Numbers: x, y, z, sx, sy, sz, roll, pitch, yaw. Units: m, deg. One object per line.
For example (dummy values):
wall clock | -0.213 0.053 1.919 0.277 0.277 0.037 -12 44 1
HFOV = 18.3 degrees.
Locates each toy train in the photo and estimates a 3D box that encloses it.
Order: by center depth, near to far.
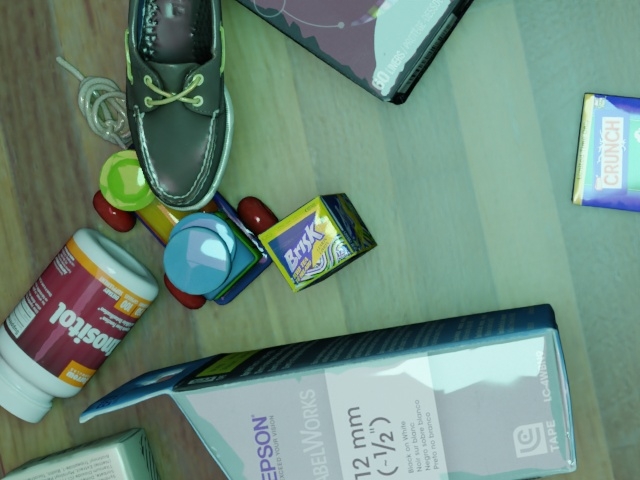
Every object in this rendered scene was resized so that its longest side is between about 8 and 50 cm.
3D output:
toy train | -0.147 -0.054 1.580 0.105 0.143 0.248 -43 88 6

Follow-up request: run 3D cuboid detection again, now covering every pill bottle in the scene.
pill bottle | -0.208 0.072 1.622 0.086 0.086 0.152 39 96 3

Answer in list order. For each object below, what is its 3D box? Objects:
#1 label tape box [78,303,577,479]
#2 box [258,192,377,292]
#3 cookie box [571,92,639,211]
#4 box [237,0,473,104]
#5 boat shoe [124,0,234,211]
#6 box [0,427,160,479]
label tape box | 0.017 0.134 1.518 0.347 0.249 0.115 -11 91 6
box | 0.000 0.000 1.554 0.059 0.169 0.054 -33 88 7
cookie box | 0.258 -0.068 1.588 0.107 0.040 0.092 6 94 7
box | -0.006 -0.246 1.557 0.270 0.143 0.165 35 96 4
boat shoe | -0.109 -0.133 1.472 0.081 0.068 0.228 0 94 7
box | -0.162 0.301 1.624 0.113 0.094 0.275 -16 91 7
